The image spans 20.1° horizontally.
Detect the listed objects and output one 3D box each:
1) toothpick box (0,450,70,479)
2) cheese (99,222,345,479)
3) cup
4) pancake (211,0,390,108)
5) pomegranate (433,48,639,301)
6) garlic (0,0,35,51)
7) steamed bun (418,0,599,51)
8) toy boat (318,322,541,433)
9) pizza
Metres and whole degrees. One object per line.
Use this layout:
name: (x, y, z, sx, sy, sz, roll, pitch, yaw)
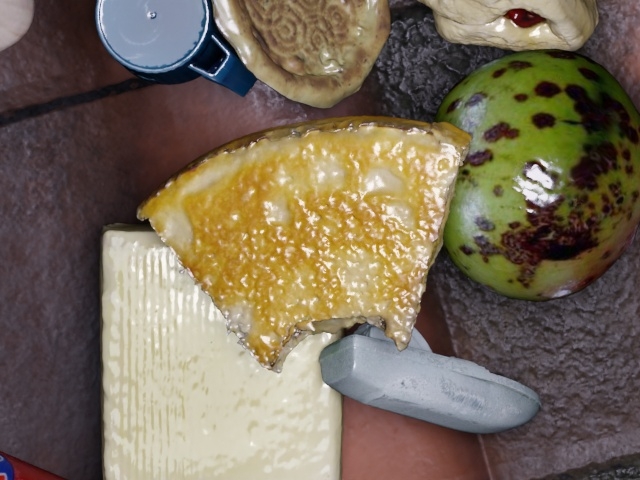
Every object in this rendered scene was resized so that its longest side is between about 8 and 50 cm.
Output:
toothpick box: (-0.372, 0.289, 1.761, 0.333, 0.204, 0.204, 23, 95, -2)
cheese: (-0.097, 0.116, 1.781, 0.242, 0.124, 0.265, 0, 95, 2)
cup: (-0.137, -0.203, 1.735, 0.176, 0.155, 0.131, 36, 95, -1)
pancake: (-0.020, -0.235, 1.729, 0.235, 0.029, 0.212, 11, 75, -40)
pomegranate: (0.172, -0.081, 1.731, 0.306, 0.242, 0.242, 26, 96, 30)
garlic: (-0.419, -0.290, 1.680, 0.317, 0.259, 0.317, -9, 110, -25)
steamed bun: (0.168, -0.252, 1.740, 0.155, 0.172, 0.141, -16, 55, 26)
toy boat: (0.117, 0.135, 1.764, 0.260, 0.078, 0.085, 18, 59, -33)
pizza: (0.000, 0.000, 1.654, 0.323, 0.089, 0.223, -11, 97, 18)
